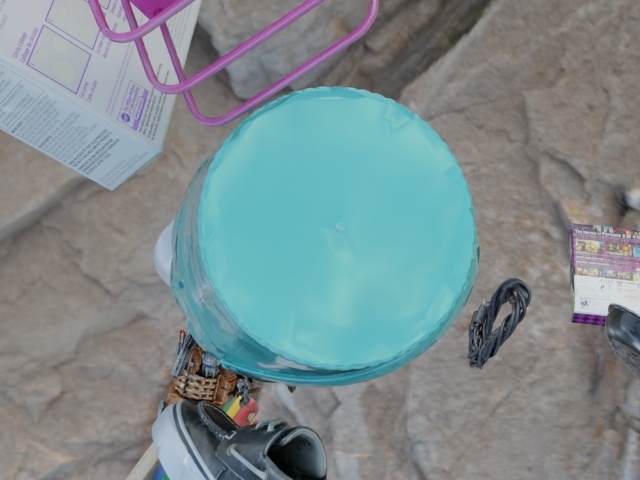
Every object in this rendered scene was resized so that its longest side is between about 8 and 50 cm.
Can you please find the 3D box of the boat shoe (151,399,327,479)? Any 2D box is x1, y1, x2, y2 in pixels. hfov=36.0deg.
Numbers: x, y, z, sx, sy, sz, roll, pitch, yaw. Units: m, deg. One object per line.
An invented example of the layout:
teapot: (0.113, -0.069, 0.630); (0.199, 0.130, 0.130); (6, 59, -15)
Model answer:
boat shoe: (-0.036, 0.221, 0.891); (0.335, 0.121, 0.119); (35, 91, 47)

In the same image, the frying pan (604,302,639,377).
frying pan: (0.507, 0.209, 1.365); (0.053, 0.326, 0.197); (-44, 13, -3)

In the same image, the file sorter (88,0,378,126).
file sorter: (-0.108, -0.246, 0.738); (0.202, 0.290, 0.182); (-31, 57, 13)

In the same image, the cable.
cable: (0.317, 0.152, 1.758); (0.150, 0.047, 0.184); (-41, 17, 48)

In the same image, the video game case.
video game case: (0.576, 0.069, 1.812); (0.232, 0.042, 0.210); (5, 52, 5)

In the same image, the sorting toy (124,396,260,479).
sorting toy: (-0.190, 0.365, 1.624); (0.089, 0.257, 0.255); (28, 65, 19)

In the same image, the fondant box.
fondant box: (-0.286, -0.233, 0.942); (0.096, 0.330, 0.238); (-30, 40, 41)

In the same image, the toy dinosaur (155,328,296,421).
toy dinosaur: (-0.106, 0.121, 1.303); (0.164, 0.218, 0.322); (42, 93, 26)

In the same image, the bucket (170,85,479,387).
bucket: (0.000, 0.000, 0.898); (0.183, 0.281, 0.281); (151, 126, -76)

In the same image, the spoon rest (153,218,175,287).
spoon rest: (-0.071, -0.022, 1.028); (0.276, 0.137, 0.084); (-43, 36, 38)
